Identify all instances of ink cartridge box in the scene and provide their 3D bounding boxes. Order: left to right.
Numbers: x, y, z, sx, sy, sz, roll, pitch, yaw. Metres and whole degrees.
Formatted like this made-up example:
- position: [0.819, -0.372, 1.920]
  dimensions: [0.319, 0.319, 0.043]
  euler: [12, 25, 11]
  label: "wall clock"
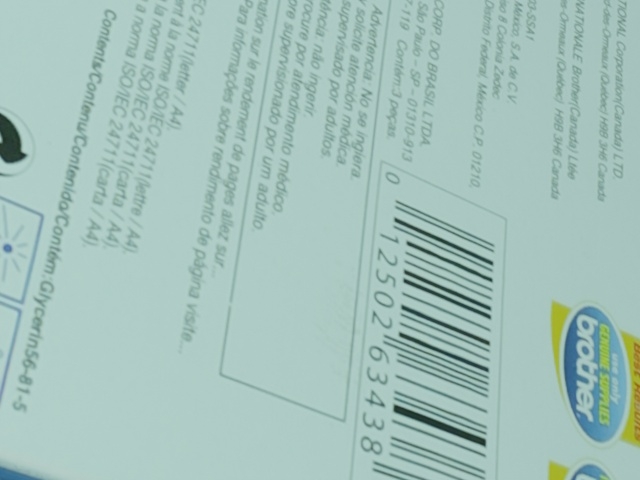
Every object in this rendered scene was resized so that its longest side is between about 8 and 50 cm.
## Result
- position: [0.000, 0.000, 0.448]
  dimensions: [0.395, 0.151, 0.270]
  euler: [22, 56, -23]
  label: "ink cartridge box"
